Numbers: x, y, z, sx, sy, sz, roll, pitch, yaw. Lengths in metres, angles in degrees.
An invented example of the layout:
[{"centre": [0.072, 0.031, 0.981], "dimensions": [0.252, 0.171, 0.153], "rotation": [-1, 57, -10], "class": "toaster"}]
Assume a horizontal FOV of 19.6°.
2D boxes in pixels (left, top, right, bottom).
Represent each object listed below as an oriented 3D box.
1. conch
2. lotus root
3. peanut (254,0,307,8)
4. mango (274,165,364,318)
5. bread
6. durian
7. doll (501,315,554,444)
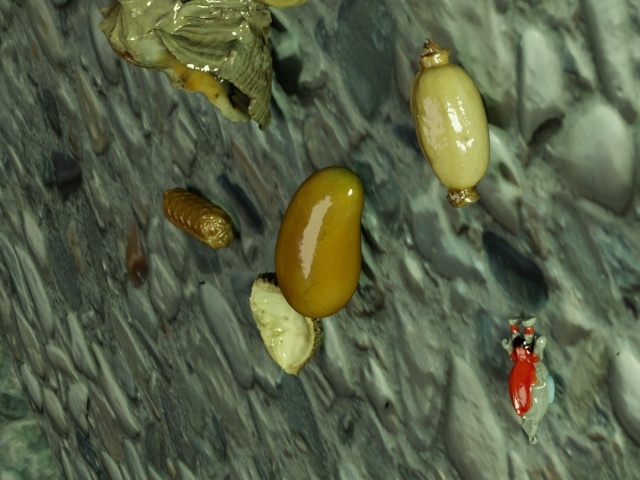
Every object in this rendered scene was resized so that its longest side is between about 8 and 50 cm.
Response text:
[{"centre": [-0.120, -0.198, 1.934], "dimensions": [0.245, 0.163, 0.178], "rotation": [52, -167, -44], "class": "conch"}, {"centre": [0.112, -0.104, 1.597], "dimensions": [0.073, 0.062, 0.150], "rotation": [-110, 6, -80], "class": "lotus root"}, {"centre": [-0.021, -0.328, 1.618], "dimensions": [0.152, 0.152, 0.313], "rotation": [58, 156, 26], "class": "peanut"}, {"centre": [0.000, 0.000, 1.900], "dimensions": [0.102, 0.085, 0.184], "rotation": [49, 143, 40], "class": "mango"}, {"centre": [-0.150, -0.028, 2.256], "dimensions": [0.157, 0.044, 0.052], "rotation": [28, 138, 59], "class": "bread"}, {"centre": [-0.033, 0.091, 2.068], "dimensions": [0.052, 0.066, 0.130], "rotation": [19, 134, 62], "class": "durian"}, {"centre": [0.185, 0.124, 1.644], "dimensions": [0.057, 0.039, 0.114], "rotation": [-8, 88, 34], "class": "doll"}]
